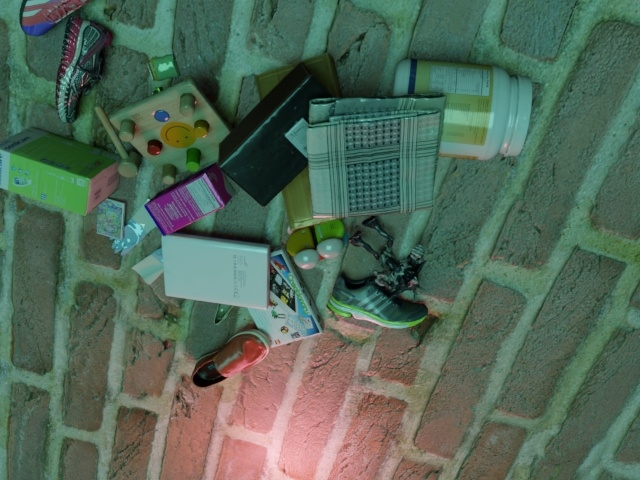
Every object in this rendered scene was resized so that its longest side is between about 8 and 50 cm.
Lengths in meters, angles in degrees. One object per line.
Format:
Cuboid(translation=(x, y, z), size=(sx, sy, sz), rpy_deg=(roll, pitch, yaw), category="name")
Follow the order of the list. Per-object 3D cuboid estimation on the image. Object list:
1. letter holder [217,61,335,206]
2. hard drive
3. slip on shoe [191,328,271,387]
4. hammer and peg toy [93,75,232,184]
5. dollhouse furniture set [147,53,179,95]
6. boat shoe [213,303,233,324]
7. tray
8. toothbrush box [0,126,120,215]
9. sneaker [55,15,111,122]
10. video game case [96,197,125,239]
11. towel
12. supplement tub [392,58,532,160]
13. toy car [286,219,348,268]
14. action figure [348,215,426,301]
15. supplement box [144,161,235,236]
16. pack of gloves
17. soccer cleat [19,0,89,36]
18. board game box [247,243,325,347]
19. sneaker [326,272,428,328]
Cuboid(translation=(-0.095, -0.267, 1.516), size=(0.302, 0.214, 0.152), rpy_deg=(-43, 115, 11), category="letter holder")
Cuboid(translation=(-0.309, 0.090, 1.843), size=(0.319, 0.040, 0.210), rpy_deg=(7, 117, 8), category="hard drive")
Cuboid(translation=(-0.289, 0.386, 1.983), size=(0.331, 0.101, 0.123), rpy_deg=(-30, 106, 27), category="slip on shoe")
Cuboid(translation=(-0.429, -0.272, 1.649), size=(0.362, 0.127, 0.266), rpy_deg=(-18, 141, 16), category="hammer and peg toy")
Cuboid(translation=(-0.418, -0.419, 1.670), size=(0.076, 0.058, 0.151), rpy_deg=(-9, 113, 12), category="dollhouse furniture set")
Cuboid(translation=(-0.297, 0.198, 1.943), size=(0.056, 0.048, 0.153), rpy_deg=(29, 116, -5), category="boat shoe")
Cuboid(translation=(-0.023, -0.249, 1.598), size=(0.203, 0.076, 0.410), rpy_deg=(-13, 89, 14), category="tray")
Cuboid(translation=(-0.738, -0.200, 1.741), size=(0.283, 0.206, 0.122), rpy_deg=(19, 117, -1), category="toothbrush box")
Cuboid(translation=(-0.647, -0.443, 1.669), size=(0.112, 0.120, 0.299), rpy_deg=(9, 129, -29), category="sneaker")
Cuboid(translation=(-0.638, -0.068, 1.884), size=(0.087, 0.011, 0.122), rpy_deg=(16, 112, 10), category="video game case")
Cuboid(translation=(0.125, -0.186, 1.430), size=(0.313, 0.056, 0.324), rpy_deg=(-4, 129, -2), category="towel")
Cuboid(translation=(0.331, -0.315, 1.507), size=(0.317, 0.228, 0.228), rpy_deg=(7, 115, 5), category="supplement tub")
Cuboid(translation=(0.000, 0.000, 1.765), size=(0.182, 0.159, 0.136), rpy_deg=(-26, 148, 20), category="toy car")
Cuboid(translation=(0.206, 0.063, 1.746), size=(0.164, 0.141, 0.275), rpy_deg=(-45, 98, -7), category="action figure")
Cuboid(translation=(-0.372, -0.118, 1.774), size=(0.220, 0.111, 0.113), rpy_deg=(-23, 108, 17), category="supplement box")
Cuboid(translation=(-0.532, 0.014, 1.897), size=(0.232, 0.046, 0.195), rpy_deg=(-40, 104, 23), category="pack of gloves")
Cuboid(translation=(-0.649, -0.625, 1.575), size=(0.318, 0.109, 0.116), rpy_deg=(-42, 84, 20), category="soccer cleat")
Cuboid(translation=(-0.135, 0.176, 1.905), size=(0.193, 0.053, 0.305), rpy_deg=(-18, 111, 17), category="board game box")
Cuboid(translation=(0.172, 0.176, 1.830), size=(0.300, 0.111, 0.121), rpy_deg=(10, 112, 2), category="sneaker")
